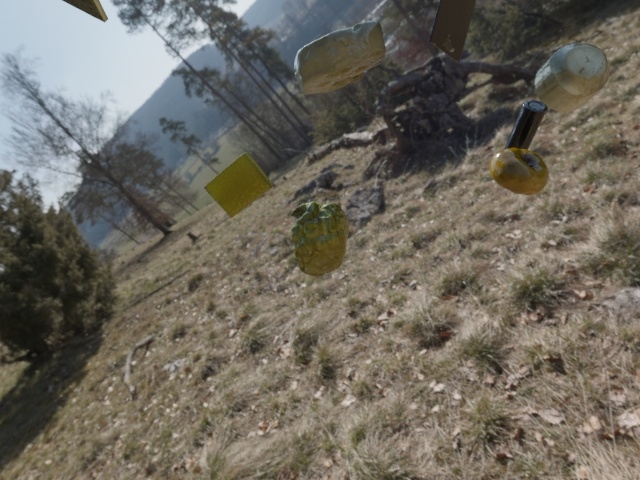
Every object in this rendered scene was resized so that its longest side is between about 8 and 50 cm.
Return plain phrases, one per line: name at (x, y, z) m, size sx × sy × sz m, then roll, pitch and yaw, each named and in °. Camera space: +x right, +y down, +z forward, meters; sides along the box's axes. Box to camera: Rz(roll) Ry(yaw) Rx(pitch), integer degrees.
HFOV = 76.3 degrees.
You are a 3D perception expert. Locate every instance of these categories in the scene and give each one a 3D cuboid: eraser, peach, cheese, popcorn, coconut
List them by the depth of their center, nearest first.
eraser at (-0.183, -0.123, 0.915) m, size 0.122 × 0.097 × 0.045 m, roll -35°, pitch 13°, yaw 12°
peach at (0.610, -0.210, 1.245) m, size 0.179 × 0.180 × 0.103 m, roll -74°, pitch 2°, yaw -45°
popcorn at (0.000, 0.000, 1.255) m, size 0.286 × 0.174 × 0.224 m, roll 37°, pitch -125°, yaw -84°
cheese at (0.068, -0.574, 1.298) m, size 0.327 × 0.115 × 0.318 m, roll -9°, pitch 14°, yaw 43°
coconut at (0.846, -0.549, 1.390) m, size 0.202 × 0.202 × 0.222 m, roll -49°, pitch -8°, yaw -3°

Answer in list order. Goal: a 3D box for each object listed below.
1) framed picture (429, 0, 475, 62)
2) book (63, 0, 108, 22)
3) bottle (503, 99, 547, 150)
framed picture at (0.545, -0.921, 1.638) m, size 0.013 × 0.244 × 0.323 m, roll 23°, pitch 104°, yaw 43°
book at (-0.707, -0.748, 0.999) m, size 0.031 × 0.264 × 0.379 m, roll -61°, pitch -5°, yaw -19°
bottle at (0.664, -0.339, 1.346) m, size 0.082 × 0.244 × 0.072 m, roll -35°, pitch 58°, yaw -29°
